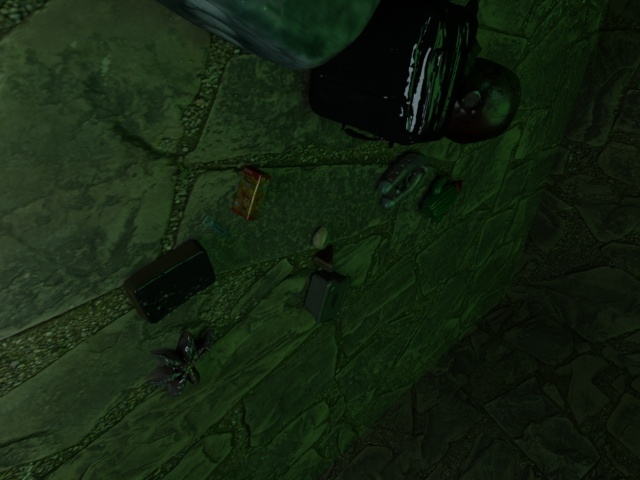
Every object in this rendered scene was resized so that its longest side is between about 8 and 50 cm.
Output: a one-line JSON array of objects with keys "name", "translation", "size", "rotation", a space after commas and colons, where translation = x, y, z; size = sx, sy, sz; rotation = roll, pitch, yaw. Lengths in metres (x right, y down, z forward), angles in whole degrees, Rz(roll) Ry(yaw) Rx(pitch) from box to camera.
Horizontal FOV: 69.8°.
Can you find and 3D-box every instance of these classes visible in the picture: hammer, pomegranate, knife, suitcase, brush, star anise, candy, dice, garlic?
[{"name": "hammer", "translation": [0.301, -0.453, 1.157], "size": [0.044, 0.440, 0.168], "rotation": [14, 127, -21]}, {"name": "pomegranate", "translation": [0.508, -0.465, 1.495], "size": [0.323, 0.291, 0.291], "rotation": [-39, 143, -42]}, {"name": "knife", "translation": [-0.254, -0.032, 1.127], "size": [0.027, 0.010, 0.096], "rotation": [-53, 145, -6]}, {"name": "suitcase", "translation": [0.146, -0.393, 1.045], "size": [0.188, 0.345, 0.339], "rotation": [-23, 132, -43]}, {"name": "brush", "translation": [-0.345, 0.096, 1.073], "size": [0.197, 0.059, 0.123], "rotation": [-37, 139, -27]}, {"name": "star anise", "translation": [-0.372, 0.338, 1.224], "size": [0.172, 0.063, 0.208], "rotation": [0, 116, -49]}, {"name": "candy", "translation": [-0.169, -0.114, 1.122], "size": [0.038, 0.062, 0.122], "rotation": [-4, 119, -51]}, {"name": "dice", "translation": [-0.099, -0.484, 0.689], "size": [0.348, 0.328, 0.330], "rotation": [15, 104, -54]}, {"name": "garlic", "translation": [0.001, 0.000, 1.439], "size": [0.053, 0.041, 0.083], "rotation": [-53, 155, -29]}]

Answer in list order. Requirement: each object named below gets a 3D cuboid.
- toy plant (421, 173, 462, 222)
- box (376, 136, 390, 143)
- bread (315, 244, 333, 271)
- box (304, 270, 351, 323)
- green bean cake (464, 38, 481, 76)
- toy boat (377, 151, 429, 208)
[{"name": "toy plant", "translation": [0.494, -0.185, 1.853], "size": [0.154, 0.088, 0.240], "rotation": [43, 74, -40]}, {"name": "box", "translation": [0.200, -0.345, 1.400], "size": [0.024, 0.053, 0.083], "rotation": [-24, 134, -40]}, {"name": "bread", "translation": [0.013, 0.060, 1.488], "size": [0.062, 0.109, 0.043], "rotation": [-5, 128, 4]}, {"name": "box", "translation": [0.018, 0.181, 1.550], "size": [0.124, 0.093, 0.172], "rotation": [-8, 121, -47]}, {"name": "green bean cake", "translation": [0.353, -0.525, 1.343], "size": [0.094, 0.173, 0.181], "rotation": [27, 92, -54]}, {"name": "toy boat", "translation": [0.299, -0.211, 1.595], "size": [0.227, 0.085, 0.155], "rotation": [-46, 143, -16]}]
